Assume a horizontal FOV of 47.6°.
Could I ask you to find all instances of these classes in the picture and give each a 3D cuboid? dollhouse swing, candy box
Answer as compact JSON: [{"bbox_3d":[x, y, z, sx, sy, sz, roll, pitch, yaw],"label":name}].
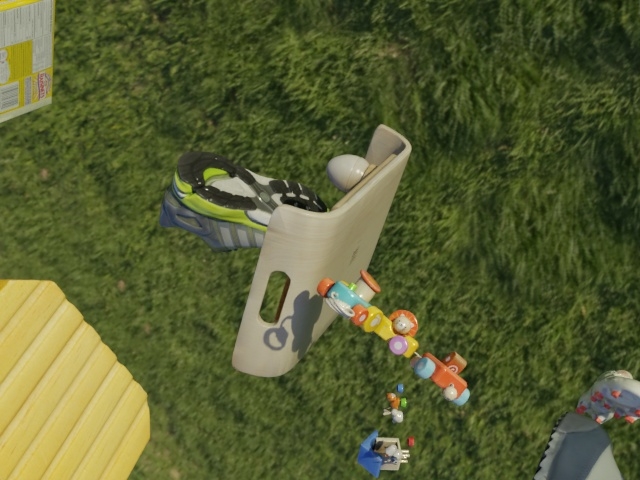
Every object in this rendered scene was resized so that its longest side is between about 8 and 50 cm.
[{"bbox_3d":[-0.240,0.242,0.703,0.315,0.305,0.347,10,139,40],"label":"dollhouse swing"},{"bbox_3d":[-0.456,-0.277,1.103,0.027,0.105,0.206,37,136,14],"label":"candy box"}]

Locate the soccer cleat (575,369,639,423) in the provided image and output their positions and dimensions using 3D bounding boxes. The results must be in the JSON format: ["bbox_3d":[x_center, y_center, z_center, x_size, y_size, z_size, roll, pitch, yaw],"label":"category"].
[{"bbox_3d":[0.398,0.201,0.971,0.068,0.076,0.196,40,167,14],"label":"soccer cleat"}]

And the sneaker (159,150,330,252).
[{"bbox_3d":[-0.099,-0.030,1.067,0.300,0.111,0.121,24,137,-30],"label":"sneaker"}]

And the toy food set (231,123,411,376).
[{"bbox_3d":[0.000,0.000,0.867,0.092,0.306,0.220,27,122,14],"label":"toy food set"}]

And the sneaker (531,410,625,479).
[{"bbox_3d":[0.177,0.225,0.440,0.131,0.319,0.112,12,117,20],"label":"sneaker"}]

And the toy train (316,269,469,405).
[{"bbox_3d":[0.074,0.083,0.689,0.166,0.046,0.125,39,179,-14],"label":"toy train"}]

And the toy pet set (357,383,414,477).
[{"bbox_3d":[0.097,0.308,1.154,0.065,0.122,0.114,4,124,-7],"label":"toy pet set"}]
